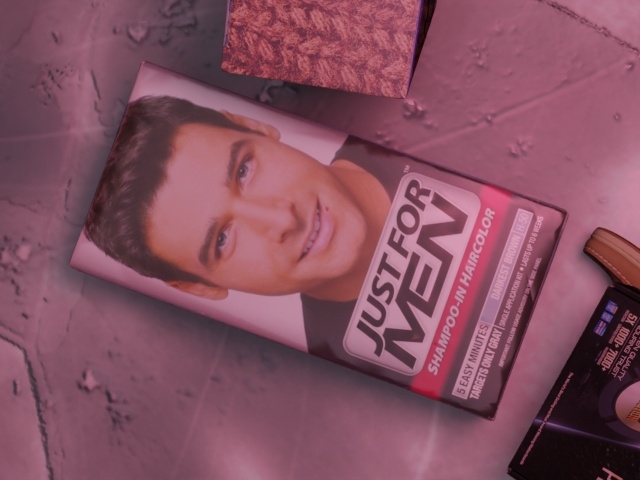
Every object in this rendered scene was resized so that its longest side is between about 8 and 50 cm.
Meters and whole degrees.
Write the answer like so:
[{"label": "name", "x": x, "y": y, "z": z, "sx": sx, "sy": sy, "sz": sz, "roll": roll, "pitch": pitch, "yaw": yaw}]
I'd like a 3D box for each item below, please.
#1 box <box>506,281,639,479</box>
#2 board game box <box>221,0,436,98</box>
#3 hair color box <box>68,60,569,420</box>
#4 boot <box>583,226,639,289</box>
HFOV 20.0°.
[{"label": "box", "x": 0.259, "y": 0.146, "z": 1.445, "sx": 0.147, "sy": 0.077, "sz": 0.180, "roll": 32, "pitch": 98, "yaw": 22}, {"label": "board game box", "x": 0.027, "y": -0.267, "z": 1.417, "sx": 0.141, "sy": 0.291, "sz": 0.232, "roll": 9, "pitch": 112, "yaw": 5}, {"label": "hair color box", "x": 0.000, "y": 0.000, "z": 1.534, "sx": 0.375, "sy": 0.113, "sz": 0.185, "roll": 20, "pitch": 91, "yaw": 5}, {"label": "boot", "x": 0.258, "y": 0.111, "z": 1.534, "sx": 0.165, "sy": 0.077, "sz": 0.213, "roll": -42, "pitch": 87, "yaw": 5}]
